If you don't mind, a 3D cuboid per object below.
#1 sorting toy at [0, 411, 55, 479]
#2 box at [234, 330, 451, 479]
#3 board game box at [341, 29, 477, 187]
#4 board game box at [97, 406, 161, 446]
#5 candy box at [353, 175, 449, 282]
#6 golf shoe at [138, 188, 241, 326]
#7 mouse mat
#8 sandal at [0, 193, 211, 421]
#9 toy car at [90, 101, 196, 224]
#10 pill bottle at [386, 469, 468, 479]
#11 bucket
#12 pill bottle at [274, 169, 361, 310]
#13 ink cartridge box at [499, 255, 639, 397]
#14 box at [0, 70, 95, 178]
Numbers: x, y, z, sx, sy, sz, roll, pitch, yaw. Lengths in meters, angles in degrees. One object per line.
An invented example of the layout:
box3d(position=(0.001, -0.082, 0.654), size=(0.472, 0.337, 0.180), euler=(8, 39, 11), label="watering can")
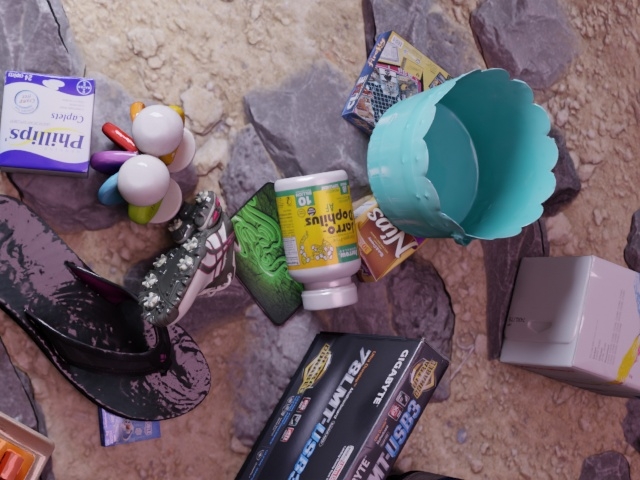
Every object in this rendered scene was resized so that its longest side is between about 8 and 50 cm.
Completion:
box3d(position=(-0.479, 0.327, 1.749), size=(0.347, 0.047, 0.196), euler=(35, 71, -24), label="sorting toy")
box3d(position=(0.023, 0.277, 1.900), size=(0.073, 0.293, 0.296), euler=(39, 70, -22), label="box")
box3d(position=(0.167, -0.218, 2.150), size=(0.243, 0.042, 0.165), euler=(34, 72, -25), label="board game box")
box3d(position=(-0.283, 0.253, 1.881), size=(0.090, 0.020, 0.090), euler=(-6, 90, -31), label="board game box")
box3d(position=(0.118, -0.025, 2.107), size=(0.186, 0.053, 0.109), euler=(-37, 105, -25), label="candy box")
box3d(position=(-0.175, 0.042, 1.850), size=(0.120, 0.105, 0.273), euler=(51, 33, -25), label="golf shoe")
box3d(position=(-0.073, 0.021, 2.022), size=(0.152, 0.007, 0.190), euler=(-46, 108, -23), label="mouse mat")
box3d(position=(-0.331, 0.110, 1.801), size=(0.445, 0.107, 0.168), euler=(41, 66, -20), label="sandal")
box3d(position=(-0.266, -0.117, 1.853), size=(0.136, 0.159, 0.182), euler=(13, 79, 6), label="toy car")
box3d(position=(0.175, 0.431, 2.022), size=(0.122, 0.219, 0.123), euler=(2, 86, -29), label="pill bottle")
box3d(position=(0.223, -0.127, 2.041), size=(0.281, 0.183, 0.281), euler=(3, 85, -32), label="bucket")
box3d(position=(0.000, 0.000, 1.993), size=(0.117, 0.117, 0.208), euler=(-10, 93, -30), label="pill bottle")
box3d(position=(0.491, 0.156, 2.230), size=(0.270, 0.198, 0.197), euler=(19, 79, -28), label="ink cartridge box")
box3d(position=(-0.385, -0.162, 1.795), size=(0.126, 0.072, 0.137), euler=(4, 86, -12), label="box")
